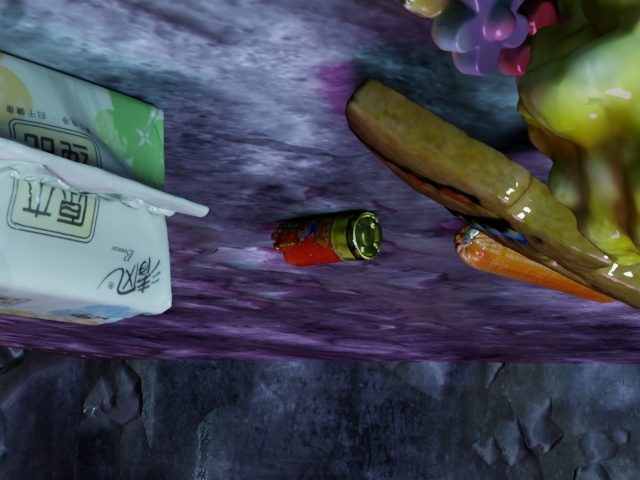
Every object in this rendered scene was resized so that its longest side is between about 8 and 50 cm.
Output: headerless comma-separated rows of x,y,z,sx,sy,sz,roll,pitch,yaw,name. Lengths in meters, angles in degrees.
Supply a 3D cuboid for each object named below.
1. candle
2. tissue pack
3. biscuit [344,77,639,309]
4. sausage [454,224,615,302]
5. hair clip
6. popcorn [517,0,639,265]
0.000,0.000,1.164,0.131,0.052,0.052,-5,167,42,candle
-0.192,-0.041,0.711,0.145,0.159,0.229,-16,161,37,tissue pack
0.118,-0.028,0.774,0.301,0.043,0.278,29,-177,-34,biscuit
0.251,0.026,1.237,0.053,0.053,0.348,-7,166,40,sausage
0.119,-0.100,0.588,0.056,0.062,0.214,23,-171,37,hair clip
0.232,-0.070,0.453,0.286,0.173,0.225,-14,178,28,popcorn
